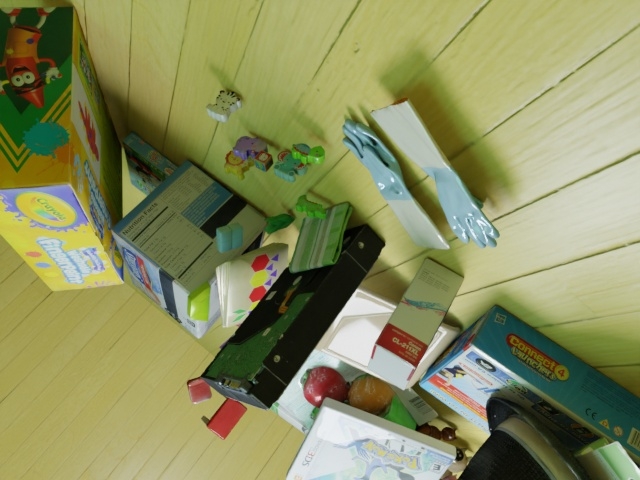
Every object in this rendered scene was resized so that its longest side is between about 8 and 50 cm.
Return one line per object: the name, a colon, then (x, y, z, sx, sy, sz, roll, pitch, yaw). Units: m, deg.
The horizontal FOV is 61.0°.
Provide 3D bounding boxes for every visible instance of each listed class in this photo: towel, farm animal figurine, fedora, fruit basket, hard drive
towel: (0.000, 0.000, 0.941, 0.023, 0.113, 0.152, 24, 161, -26)
farm animal figurine: (0.328, 0.638, 1.450, 0.327, 0.172, 0.330, 125, 132, -59)
fedora: (0.308, 0.414, 0.842, 0.334, 0.152, 0.334, 58, 170, 16)
fruit basket: (0.063, 0.391, 1.379, 0.353, 0.165, 0.327, 46, 117, 1)
hard drive: (-0.050, 0.127, 0.943, 0.064, 0.339, 0.237, 45, 154, -14)

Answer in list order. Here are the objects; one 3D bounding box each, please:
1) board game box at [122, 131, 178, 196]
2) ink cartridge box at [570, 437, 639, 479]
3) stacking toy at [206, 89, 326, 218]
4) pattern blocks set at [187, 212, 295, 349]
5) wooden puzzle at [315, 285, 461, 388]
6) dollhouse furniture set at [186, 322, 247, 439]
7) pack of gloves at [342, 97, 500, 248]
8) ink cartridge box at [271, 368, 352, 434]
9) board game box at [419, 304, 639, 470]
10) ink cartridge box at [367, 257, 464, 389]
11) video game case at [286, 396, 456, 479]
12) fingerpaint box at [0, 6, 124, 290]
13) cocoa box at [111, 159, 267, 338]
board game box: (-0.392, -0.148, 1.304, 0.160, 0.039, 0.211, 37, 156, 3)
ink cartridge box: (0.424, 0.355, 0.736, 0.171, 0.056, 0.235, 57, 163, 26)
stacking toy: (-0.080, -0.137, 0.890, 0.221, 0.052, 0.167, 29, 155, 17)
pattern blocks set: (-0.136, 0.092, 1.095, 0.026, 0.285, 0.324, 41, 126, 38)
wooden puzzle: (0.116, 0.184, 1.046, 0.239, 0.044, 0.221, 21, 134, -4)
dollhouse furniture set: (-0.210, 0.328, 1.470, 0.201, 0.374, 0.152, 43, 160, -13)
pack of gloves: (0.133, -0.084, 0.713, 0.232, 0.046, 0.195, 51, 164, -19)
ink cartridge box: (-0.001, 0.468, 1.605, 0.289, 0.211, 0.121, 32, 154, 14)
board game box: (0.358, 0.277, 0.942, 0.308, 0.086, 0.302, 34, 155, 10)
ink cartridge box: (0.153, 0.135, 0.877, 0.072, 0.175, 0.127, 29, 154, 15)
video game case: (0.113, 0.543, 1.317, 0.329, 0.036, 0.300, 21, 121, -2)
fingerpaint box: (-0.511, -0.150, 1.067, 0.163, 0.371, 0.445, -5, 157, -11)
cocoa box: (-0.289, 0.032, 1.236, 0.228, 0.231, 0.347, 37, 155, 6)
